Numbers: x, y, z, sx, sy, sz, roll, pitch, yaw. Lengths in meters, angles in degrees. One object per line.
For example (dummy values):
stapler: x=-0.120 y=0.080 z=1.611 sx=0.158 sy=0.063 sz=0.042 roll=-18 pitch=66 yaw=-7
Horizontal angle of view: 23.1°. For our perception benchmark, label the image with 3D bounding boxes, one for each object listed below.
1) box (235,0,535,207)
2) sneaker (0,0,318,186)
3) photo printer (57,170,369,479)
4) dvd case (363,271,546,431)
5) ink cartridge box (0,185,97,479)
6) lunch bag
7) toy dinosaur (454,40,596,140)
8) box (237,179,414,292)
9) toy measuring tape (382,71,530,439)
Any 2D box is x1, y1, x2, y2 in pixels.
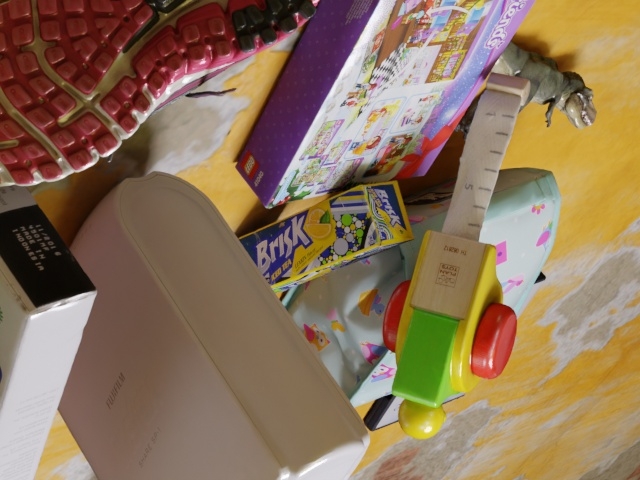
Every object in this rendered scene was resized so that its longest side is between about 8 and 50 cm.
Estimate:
box: x=0.069 y=-0.160 z=1.318 sx=0.201 sy=0.057 sz=0.293 roll=-12 pitch=145 yaw=-41
sneaker: x=-0.134 y=-0.122 z=1.060 sx=0.299 sy=0.120 sz=0.112 roll=-25 pitch=-177 yaw=-10
photo printer: x=-0.112 y=0.116 z=1.251 sx=0.107 sy=0.307 sz=0.256 roll=-16 pitch=150 yaw=-37
dvd case: x=0.170 y=0.142 z=2.006 sx=0.180 sy=0.022 sz=0.253 roll=-16 pitch=148 yaw=-39
ink cartridge box: x=-0.272 y=0.097 z=1.166 sx=0.069 sy=0.175 sz=0.371 roll=-18 pitch=148 yaw=-38
lunch bag: x=0.107 y=0.032 z=1.580 sx=0.223 sy=0.160 sz=0.262 roll=-19 pitch=155 yaw=-33
toy dinosaur: x=0.179 y=-0.141 z=1.499 sx=0.118 sy=0.064 sz=0.268 roll=-50 pitch=151 yaw=10
box: x=0.000 y=0.000 z=1.418 sx=0.169 sy=0.059 sz=0.054 roll=-22 pitch=171 yaw=39
toy measuring tape: x=0.134 y=0.019 z=1.402 sx=0.121 sy=0.121 sz=0.330 roll=22 pitch=84 yaw=-62
